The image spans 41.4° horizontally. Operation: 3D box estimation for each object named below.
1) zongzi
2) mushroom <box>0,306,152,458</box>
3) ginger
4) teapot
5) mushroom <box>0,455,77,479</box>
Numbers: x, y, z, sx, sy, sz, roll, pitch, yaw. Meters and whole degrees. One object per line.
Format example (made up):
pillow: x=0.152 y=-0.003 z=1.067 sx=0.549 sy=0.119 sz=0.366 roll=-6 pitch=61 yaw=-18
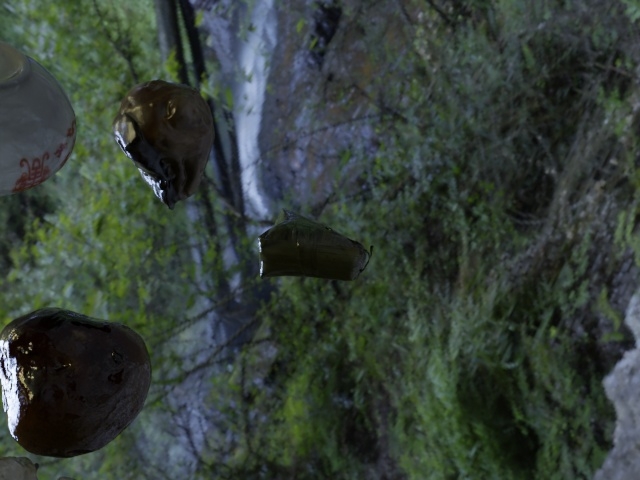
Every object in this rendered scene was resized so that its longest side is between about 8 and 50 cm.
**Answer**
zongzi: x=0.003 y=-0.001 z=1.571 sx=0.205 sy=0.204 sz=0.094 roll=6 pitch=117 yaw=7
mushroom: x=-0.536 y=0.297 z=1.848 sx=0.345 sy=0.345 sz=0.259 roll=30 pitch=157 yaw=2
ginger: x=-0.330 y=-0.229 z=1.870 sx=0.200 sy=0.223 sz=0.269 roll=39 pitch=168 yaw=45
teapot: x=-0.277 y=-0.092 z=0.672 sx=0.159 sy=0.245 sz=0.116 roll=21 pitch=128 yaw=-24
mushroom: x=-0.457 y=0.398 z=1.162 sx=0.286 sy=0.151 sz=0.156 roll=20 pitch=-152 yaw=-54
